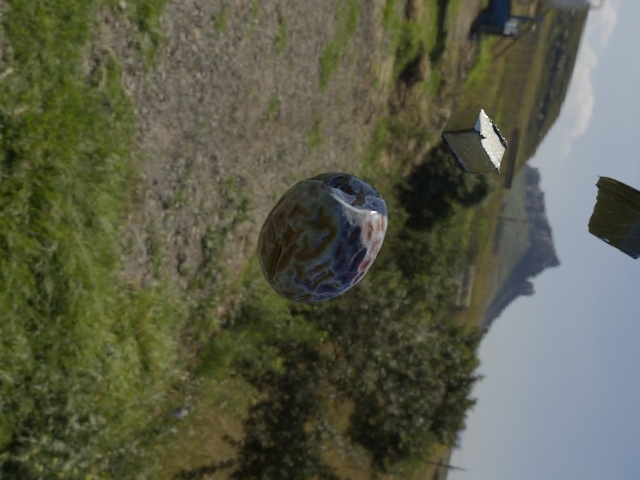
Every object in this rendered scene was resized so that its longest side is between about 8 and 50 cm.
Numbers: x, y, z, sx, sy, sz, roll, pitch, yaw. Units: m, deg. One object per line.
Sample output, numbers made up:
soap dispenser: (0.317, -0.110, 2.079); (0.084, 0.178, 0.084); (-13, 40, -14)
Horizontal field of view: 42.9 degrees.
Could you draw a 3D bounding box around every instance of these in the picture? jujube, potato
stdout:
jujube: (-0.005, 0.003, 1.743); (0.308, 0.246, 0.215); (-63, 177, 35)
potato: (0.269, -0.172, 1.419); (0.122, 0.086, 0.061); (48, 55, -41)

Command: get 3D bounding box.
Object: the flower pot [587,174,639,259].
flower pot: (0.736, -0.045, 1.957); (0.140, 0.235, 0.235); (-58, 173, 9)
